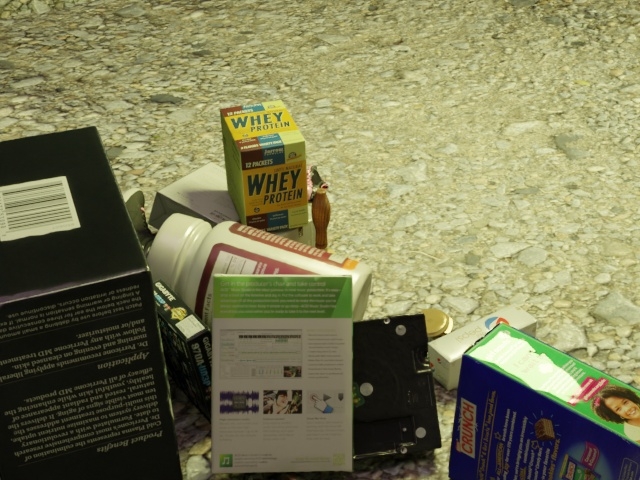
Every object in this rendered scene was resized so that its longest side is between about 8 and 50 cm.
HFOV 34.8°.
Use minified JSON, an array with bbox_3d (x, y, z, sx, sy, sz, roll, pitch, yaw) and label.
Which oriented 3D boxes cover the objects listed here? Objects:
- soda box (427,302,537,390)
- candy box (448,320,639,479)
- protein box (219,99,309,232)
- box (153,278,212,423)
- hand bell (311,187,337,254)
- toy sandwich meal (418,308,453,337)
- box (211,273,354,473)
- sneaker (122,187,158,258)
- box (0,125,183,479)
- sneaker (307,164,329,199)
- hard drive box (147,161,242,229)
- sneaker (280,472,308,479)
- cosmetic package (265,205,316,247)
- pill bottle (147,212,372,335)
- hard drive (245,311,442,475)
[{"bbox_3d":[0.305,0.199,1.926,0.216,0.074,0.069,-22,39,-26],"label":"soda box"},{"bbox_3d":[0.365,0.318,1.584,0.317,0.268,0.122,26,40,33],"label":"candy box"},{"bbox_3d":[-0.116,-0.153,2.120,0.135,0.201,0.200,-11,35,-12],"label":"protein box"},{"bbox_3d":[-0.238,0.200,1.818,0.051,0.220,0.175,-30,42,-22],"label":"box"},{"bbox_3d":[0.000,0.000,2.077,0.126,0.242,0.126,-2,35,1],"label":"hand bell"},{"bbox_3d":[0.220,0.167,2.017,0.085,0.029,0.086,-9,40,7],"label":"toy sandwich meal"},{"bbox_3d":[-0.062,0.215,1.668,0.232,0.322,0.058,1,-3,-7],"label":"box"},{"bbox_3d":[-0.384,-0.005,2.229,0.146,0.105,0.296,3,41,4],"label":"sneaker"},{"bbox_3d":[-0.438,0.137,1.696,0.297,0.472,0.480,-12,36,-16],"label":"box"},{"bbox_3d":[-0.008,-0.137,2.454,0.057,0.047,0.119,5,42,-3],"label":"sneaker"},{"bbox_3d":[-0.235,-0.068,2.239,0.181,0.089,0.232,28,29,13],"label":"hard drive box"},{"bbox_3d":[0.013,0.434,1.620,0.086,0.064,0.192,-5,28,-30],"label":"sneaker"},{"bbox_3d":[-0.107,0.021,2.155,0.107,0.127,0.238,27,46,34],"label":"cosmetic package"},{"bbox_3d":[-0.119,0.095,1.914,0.392,0.224,0.224,18,38,10],"label":"pill bottle"},{"bbox_3d":[0.023,0.257,1.732,0.338,0.237,0.064,-7,-4,-8],"label":"hard drive"}]
